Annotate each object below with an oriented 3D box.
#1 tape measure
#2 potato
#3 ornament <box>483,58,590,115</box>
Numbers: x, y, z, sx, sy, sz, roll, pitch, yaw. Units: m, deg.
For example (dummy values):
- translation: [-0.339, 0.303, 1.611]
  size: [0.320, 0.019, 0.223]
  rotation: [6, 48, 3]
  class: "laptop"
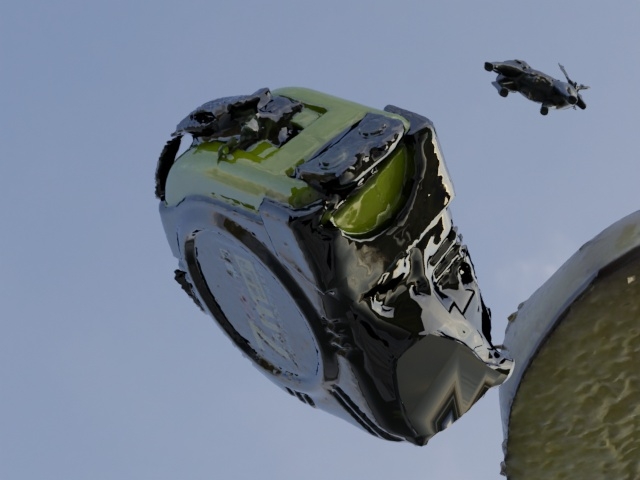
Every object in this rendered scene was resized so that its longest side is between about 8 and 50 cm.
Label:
- translation: [0.000, 0.000, 0.929]
  size: [0.112, 0.186, 0.199]
  rotation: [-38, -54, -27]
  class: "tape measure"
- translation: [0.241, 0.071, 1.264]
  size: [0.239, 0.116, 0.299]
  rotation: [2, -47, -12]
  class: "potato"
- translation: [0.160, -0.114, 1.279]
  size: [0.073, 0.125, 0.028]
  rotation: [24, -74, 11]
  class: "ornament"
